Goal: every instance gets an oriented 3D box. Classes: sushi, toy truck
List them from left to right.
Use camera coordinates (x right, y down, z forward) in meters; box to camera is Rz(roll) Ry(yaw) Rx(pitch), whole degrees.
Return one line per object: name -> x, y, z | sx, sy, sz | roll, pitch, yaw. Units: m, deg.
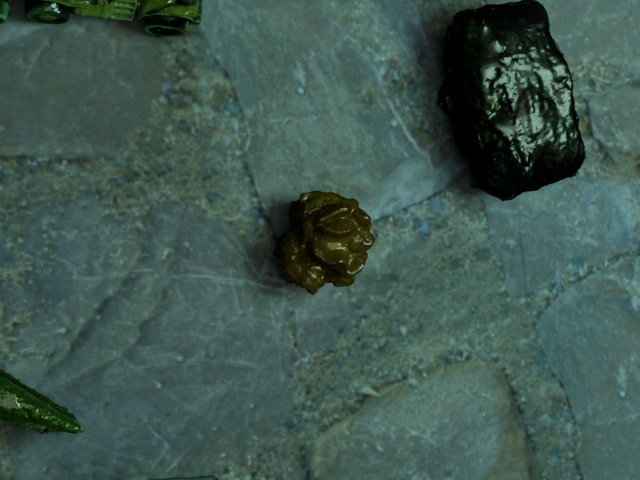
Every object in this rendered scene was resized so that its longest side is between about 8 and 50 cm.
toy truck -> -0.237, -0.285, 1.166 | 0.259, 0.135, 0.128 | 4, 84, -24
sushi -> 0.215, -0.162, 1.326 | 0.127, 0.124, 0.225 | -17, 97, -18

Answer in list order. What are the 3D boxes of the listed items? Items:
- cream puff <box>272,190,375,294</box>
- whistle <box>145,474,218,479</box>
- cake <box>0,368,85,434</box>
cream puff -> 0.000, 0.000, 1.273 | 0.094, 0.122, 0.116 | 8, 49, -26
whistle -> -0.260, 0.290, 1.212 | 0.312, 0.062, 0.062 | -2, 92, -18
cake -> -0.348, 0.133, 1.158 | 0.235, 0.100, 0.099 | 13, 87, -18
